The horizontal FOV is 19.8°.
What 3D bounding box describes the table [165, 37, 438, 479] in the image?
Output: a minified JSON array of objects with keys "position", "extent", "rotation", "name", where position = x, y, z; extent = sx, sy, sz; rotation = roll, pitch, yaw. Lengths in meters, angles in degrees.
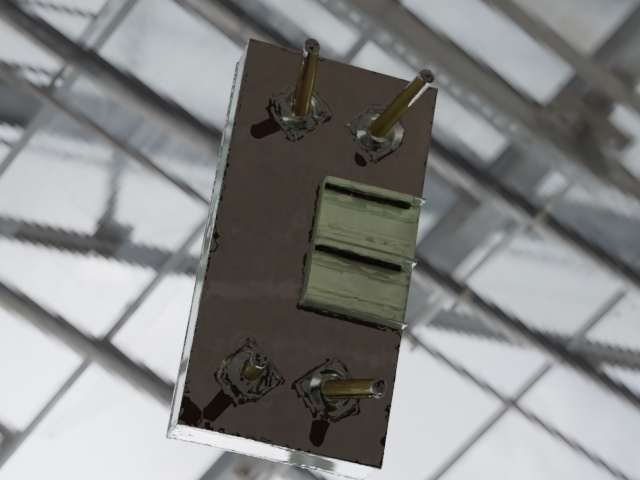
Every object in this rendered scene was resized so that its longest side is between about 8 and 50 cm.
[{"position":[0.000,0.000,1.042],"extent":[0.121,0.111,0.240],"rotation":[13,-110,-11],"name":"table"}]
